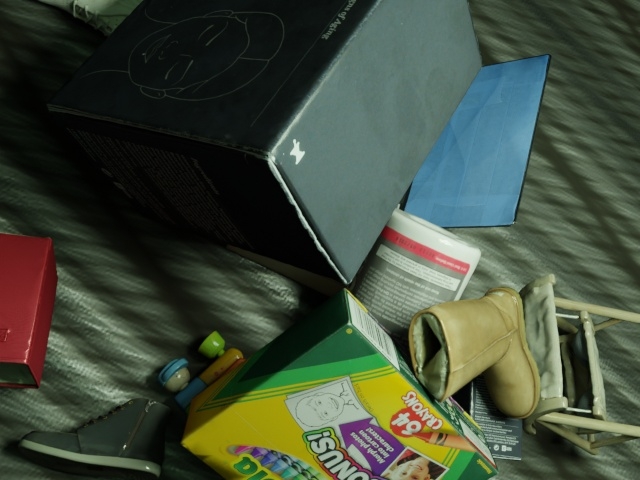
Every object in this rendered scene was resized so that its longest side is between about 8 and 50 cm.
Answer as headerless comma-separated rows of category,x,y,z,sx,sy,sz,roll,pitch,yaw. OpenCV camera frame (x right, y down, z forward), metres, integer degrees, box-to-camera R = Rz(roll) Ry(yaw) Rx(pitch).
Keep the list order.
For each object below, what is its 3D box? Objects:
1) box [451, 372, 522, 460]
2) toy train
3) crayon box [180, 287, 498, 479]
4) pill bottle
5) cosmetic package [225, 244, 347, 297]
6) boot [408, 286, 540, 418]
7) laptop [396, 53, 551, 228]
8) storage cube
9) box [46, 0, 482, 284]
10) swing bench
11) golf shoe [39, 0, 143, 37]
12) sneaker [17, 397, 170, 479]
box,0.286,0.290,1.238,0.108,0.153,0.207,12,73,-14
toy train,-0.148,0.210,1.160,0.143,0.105,0.248,42,67,12
crayon box,0.032,0.298,1.021,0.313,0.106,0.363,-38,112,15
pill bottle,0.118,0.120,1.110,0.176,0.176,0.319,23,99,-10
cosmetic package,0.000,0.000,1.252,0.309,0.113,0.160,24,69,-9
boot,0.239,0.197,1.042,0.269,0.089,0.236,-11,88,-52
laptop,0.175,-0.237,1.306,0.408,0.236,0.382,22,69,-11
storage cube,-0.509,0.105,1.012,0.183,0.215,0.193,7,66,-15
box,-0.073,-0.250,1.077,0.480,0.471,0.297,-57,140,-22
swing bench,0.470,0.237,1.262,0.254,0.165,0.253,21,56,-20
golf shoe,-0.385,-0.425,1.251,0.306,0.115,0.140,6,77,-15
sneaker,-0.357,0.309,1.082,0.222,0.083,0.118,11,53,-7
